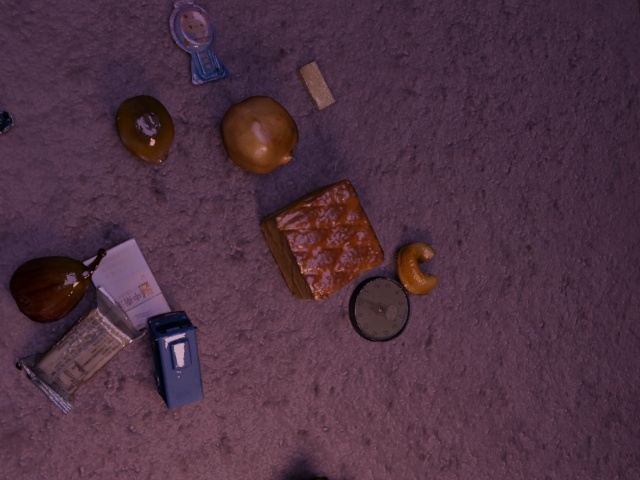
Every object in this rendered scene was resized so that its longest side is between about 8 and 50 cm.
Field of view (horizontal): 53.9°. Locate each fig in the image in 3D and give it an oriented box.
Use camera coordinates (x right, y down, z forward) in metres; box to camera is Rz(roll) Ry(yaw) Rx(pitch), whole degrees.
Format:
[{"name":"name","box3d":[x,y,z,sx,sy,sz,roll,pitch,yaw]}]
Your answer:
[{"name":"fig","box3d":[-0.650,0.096,1.608,0.274,0.145,0.170,-28,95,12]}]

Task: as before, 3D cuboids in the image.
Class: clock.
[{"name":"clock","box3d":[0.195,0.223,2.036,0.214,0.042,0.215,1,88,-22]}]

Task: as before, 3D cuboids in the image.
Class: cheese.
[{"name":"cheese","box3d":[-0.357,-0.583,1.834,0.135,0.052,0.245,-22,96,-22]}]

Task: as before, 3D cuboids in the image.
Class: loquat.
[{"name":"loquat","box3d":[-0.477,-0.302,1.726,0.152,0.152,0.195,-23,88,-22]}]

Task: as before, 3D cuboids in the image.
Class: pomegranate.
[{"name":"pomegranate","box3d":[-0.174,-0.307,1.816,0.232,0.233,0.233,1,87,-22]}]

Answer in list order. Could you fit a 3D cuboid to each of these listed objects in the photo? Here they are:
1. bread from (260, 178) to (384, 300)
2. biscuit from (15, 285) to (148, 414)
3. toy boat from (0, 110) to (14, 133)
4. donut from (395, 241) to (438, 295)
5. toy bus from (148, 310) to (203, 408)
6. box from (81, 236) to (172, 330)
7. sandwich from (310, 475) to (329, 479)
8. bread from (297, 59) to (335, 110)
[{"name":"bread","box3d":[0.000,0.000,1.877,0.279,0.207,0.279,-32,101,-19]},{"name":"biscuit","box3d":[-0.623,0.285,1.644,0.309,0.079,0.186,-44,100,4]},{"name":"toy boat","box3d":[-0.855,-0.291,1.611,0.137,0.061,0.060,-25,97,-21]},{"name":"donut","box3d":[0.317,0.083,2.053,0.146,0.078,0.181,19,64,-27]},{"name":"toy bus","box3d":[-0.391,0.323,1.715,0.116,0.133,0.234,-12,111,-25]},{"name":"box","box3d":[-0.527,0.132,1.726,0.155,0.067,0.243,-29,100,-19]},{"name":"sandwich","box3d":[0.011,0.789,1.884,0.301,0.162,0.250,27,112,-36]},{"name":"bread","box3d":[-0.013,-0.487,1.987,0.068,0.028,0.154,-33,101,-20]}]
